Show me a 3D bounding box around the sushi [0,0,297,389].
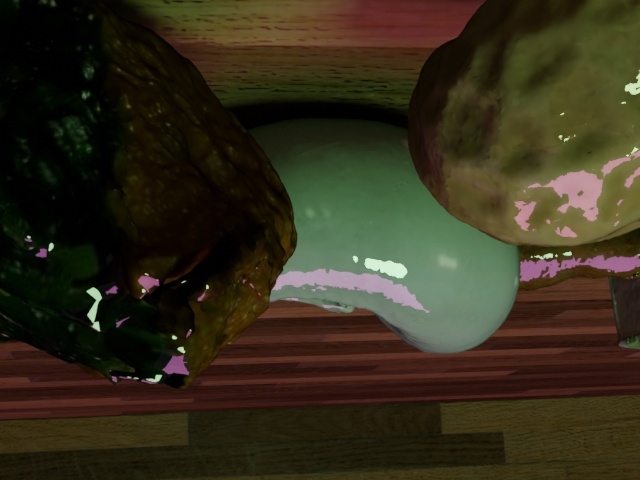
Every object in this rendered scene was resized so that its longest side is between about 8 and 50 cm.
[{"bbox_3d":[-0.126,-0.033,0.475,0.287,0.149,0.140,19,-153,29],"label":"sushi"}]

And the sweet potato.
[{"bbox_3d":[0.132,0.005,0.861,0.274,0.067,0.067,-1,168,21],"label":"sweet potato"}]

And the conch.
[{"bbox_3d":[0.002,-0.005,0.652,0.221,0.121,0.185,11,165,-26],"label":"conch"}]

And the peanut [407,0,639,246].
[{"bbox_3d":[0.172,-0.061,0.416,0.298,0.136,0.120,-7,146,23],"label":"peanut"}]

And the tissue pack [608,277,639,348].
[{"bbox_3d":[0.363,0.052,0.924,0.229,0.145,0.159,0,167,-10],"label":"tissue pack"}]
